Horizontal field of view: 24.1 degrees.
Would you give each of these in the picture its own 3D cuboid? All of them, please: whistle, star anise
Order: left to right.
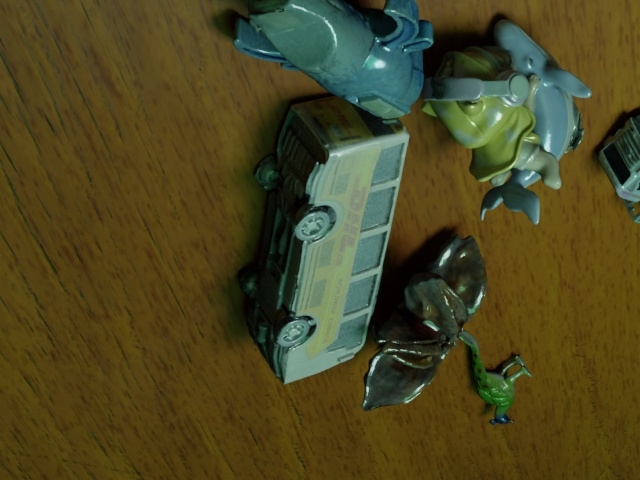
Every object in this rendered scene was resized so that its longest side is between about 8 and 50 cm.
[{"bbox_3d":[0.023,-0.182,1.393,0.180,0.093,0.269,-6,163,29],"label":"whistle"},{"bbox_3d":[0.115,0.104,1.745,0.229,0.093,0.236,-54,173,-14],"label":"star anise"}]

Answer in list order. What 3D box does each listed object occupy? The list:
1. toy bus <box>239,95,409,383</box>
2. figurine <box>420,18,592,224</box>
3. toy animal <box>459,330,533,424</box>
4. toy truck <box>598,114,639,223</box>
[{"bbox_3d":[0.000,0.000,1.600,0.138,0.097,0.342,-16,138,-25],"label":"toy bus"},{"bbox_3d":[0.189,-0.122,1.537,0.184,0.128,0.208,1,91,-31],"label":"figurine"},{"bbox_3d":[0.232,0.166,1.954,0.075,0.041,0.217,-26,136,-1],"label":"toy animal"},{"bbox_3d":[0.398,-0.076,1.767,0.178,0.080,0.115,15,133,-42],"label":"toy truck"}]
